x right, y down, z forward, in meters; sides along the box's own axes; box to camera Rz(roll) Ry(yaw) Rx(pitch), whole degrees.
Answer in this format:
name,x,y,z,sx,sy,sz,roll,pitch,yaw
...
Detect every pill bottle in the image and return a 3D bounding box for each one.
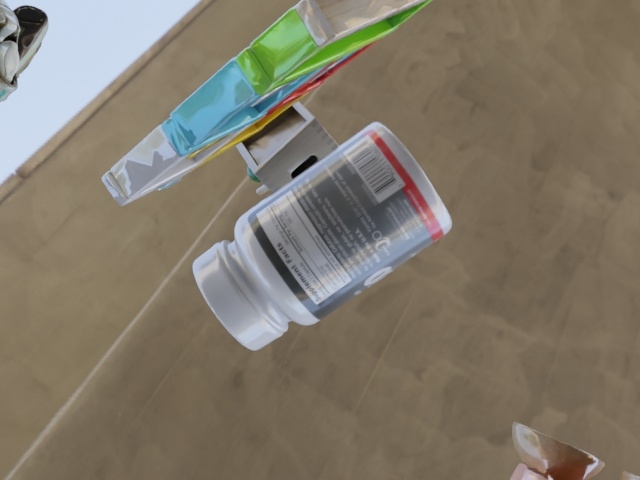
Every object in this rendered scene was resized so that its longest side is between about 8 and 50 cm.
name,x,y,z,sx,sy,sz,roll,pitch,yaw
pill bottle,0.000,0.000,0.795,0.283,0.161,0.161,-35,-106,5

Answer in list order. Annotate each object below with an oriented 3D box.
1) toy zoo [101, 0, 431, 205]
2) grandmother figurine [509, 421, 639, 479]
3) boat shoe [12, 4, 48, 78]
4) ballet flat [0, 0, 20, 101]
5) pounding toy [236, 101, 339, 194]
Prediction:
name,x,y,z,sx,sy,sz,roll,pitch,yaw
toy zoo,-0.051,-0.114,0.520,0.030,0.293,0.192,57,-139,-7
grandmother figurine,0.098,0.286,0.378,0.104,0.207,0.342,31,-101,-39
boat shoe,-0.443,-0.251,0.924,0.068,0.072,0.190,27,-128,-3
ballet flat,-0.412,-0.258,0.854,0.052,0.057,0.168,-18,-108,27
pounding toy,-0.052,-0.116,0.938,0.141,0.100,0.130,-42,-144,5
